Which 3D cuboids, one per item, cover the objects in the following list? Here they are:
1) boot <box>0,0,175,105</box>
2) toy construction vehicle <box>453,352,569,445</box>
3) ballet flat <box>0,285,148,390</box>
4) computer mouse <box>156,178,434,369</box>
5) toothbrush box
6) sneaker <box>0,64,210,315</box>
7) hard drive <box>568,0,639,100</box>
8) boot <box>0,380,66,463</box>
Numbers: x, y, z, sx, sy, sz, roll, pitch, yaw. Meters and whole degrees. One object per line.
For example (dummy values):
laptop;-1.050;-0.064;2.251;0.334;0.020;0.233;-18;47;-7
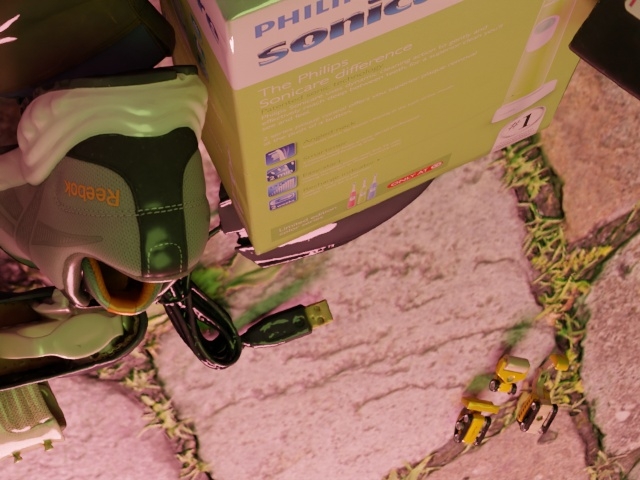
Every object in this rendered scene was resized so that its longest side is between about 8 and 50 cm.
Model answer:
boot;-0.178;-0.091;0.564;0.219;0.082;0.106;-20;132;28
toy construction vehicle;0.169;0.138;1.019;0.086;0.035;0.098;9;119;-20
ballet flat;-0.194;0.061;0.681;0.203;0.074;0.074;-8;130;-32
computer mouse;0.000;0.000;0.792;0.262;0.060;0.184;-27;133;-5
toothbrush box;0.030;-0.124;0.584;0.206;0.122;0.283;-24;164;-8
sneaker;-0.126;-0.007;0.614;0.100;0.108;0.271;-9;174;-22
hard drive;0.268;-0.210;0.608;0.339;0.064;0.237;-35;160;-55
boot;-0.251;0.155;0.773;0.165;0.077;0.213;-18;126;-16
